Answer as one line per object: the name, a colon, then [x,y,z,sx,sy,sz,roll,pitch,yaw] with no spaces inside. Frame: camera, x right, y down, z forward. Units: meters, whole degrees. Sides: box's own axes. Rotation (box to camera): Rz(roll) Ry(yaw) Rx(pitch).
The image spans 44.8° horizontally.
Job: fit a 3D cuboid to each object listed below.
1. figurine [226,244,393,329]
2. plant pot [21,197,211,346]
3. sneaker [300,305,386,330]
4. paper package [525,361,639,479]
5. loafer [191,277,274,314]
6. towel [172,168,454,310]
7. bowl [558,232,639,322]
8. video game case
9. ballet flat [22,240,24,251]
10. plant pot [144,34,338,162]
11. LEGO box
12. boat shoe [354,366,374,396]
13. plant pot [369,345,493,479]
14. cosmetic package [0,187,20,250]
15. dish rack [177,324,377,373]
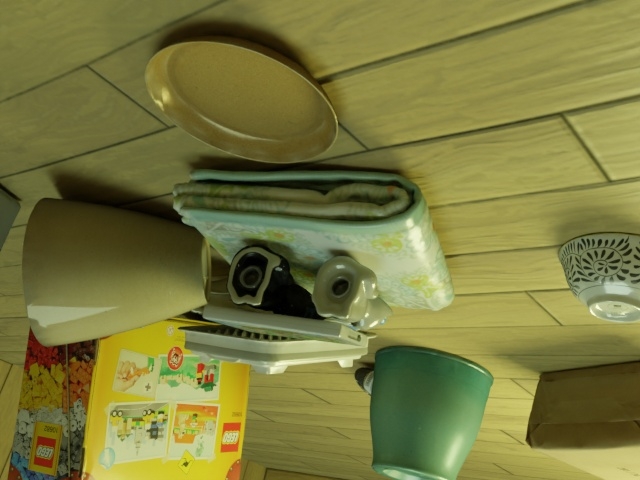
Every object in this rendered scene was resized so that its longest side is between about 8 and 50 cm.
figurine: [-0.004,0.083,1.171,0.215,0.092,0.209,7,166,18]
plant pot: [-0.332,0.048,1.338,0.274,0.256,0.256,-2,156,-1]
sneaker: [0.034,0.145,1.480,0.211,0.080,0.081,-9,143,46]
paper package: [0.634,0.374,1.515,0.325,0.168,0.309,27,154,-22]
loafer: [-0.178,0.107,1.500,0.268,0.092,0.102,14,173,-13]
towel: [0.000,0.000,1.179,0.374,0.090,0.320,6,158,21]
bowl: [0.410,0.063,1.068,0.170,0.080,0.170,14,156,6]
video game case: [-0.049,0.135,1.202,0.212,0.023,0.193,6,170,16]
ballet flat: [-0.492,0.035,1.564,0.241,0.077,0.091,9,154,14]
plant pot: [-0.090,-0.168,0.922,0.236,0.032,0.236,13,156,6]
LEGO box: [-0.375,0.347,1.658,0.193,0.372,0.500,0,169,32]
boat shoe: [0.157,0.371,1.925,0.076,0.080,0.228,22,171,43]
plant pot: [0.227,0.402,1.715,0.271,0.255,0.272,13,157,5]
cosmetic package: [-0.817,-0.072,1.418,0.453,0.161,0.230,6,155,20]
dish rack: [-0.084,0.208,1.526,0.285,0.072,0.333,2,178,42]
